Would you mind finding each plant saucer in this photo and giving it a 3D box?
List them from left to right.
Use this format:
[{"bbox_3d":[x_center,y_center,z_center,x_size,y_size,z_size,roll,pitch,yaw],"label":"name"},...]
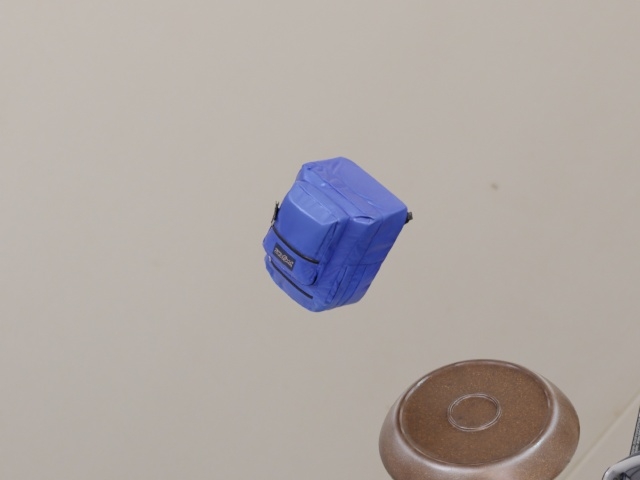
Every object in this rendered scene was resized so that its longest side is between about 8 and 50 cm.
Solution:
[{"bbox_3d":[0.129,0.151,0.995,0.168,0.029,0.168,-9,34,6],"label":"plant saucer"}]

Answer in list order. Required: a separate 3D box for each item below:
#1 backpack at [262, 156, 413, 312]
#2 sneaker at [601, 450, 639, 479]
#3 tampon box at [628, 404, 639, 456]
[{"bbox_3d":[0.000,0.000,1.045,0.101,0.120,0.098,-12,46,-43],"label":"backpack"},{"bbox_3d":[0.327,0.306,1.193,0.153,0.282,0.099,6,32,-34],"label":"sneaker"},{"bbox_3d":[0.506,0.265,1.569,0.161,0.120,0.101,13,4,38],"label":"tampon box"}]
